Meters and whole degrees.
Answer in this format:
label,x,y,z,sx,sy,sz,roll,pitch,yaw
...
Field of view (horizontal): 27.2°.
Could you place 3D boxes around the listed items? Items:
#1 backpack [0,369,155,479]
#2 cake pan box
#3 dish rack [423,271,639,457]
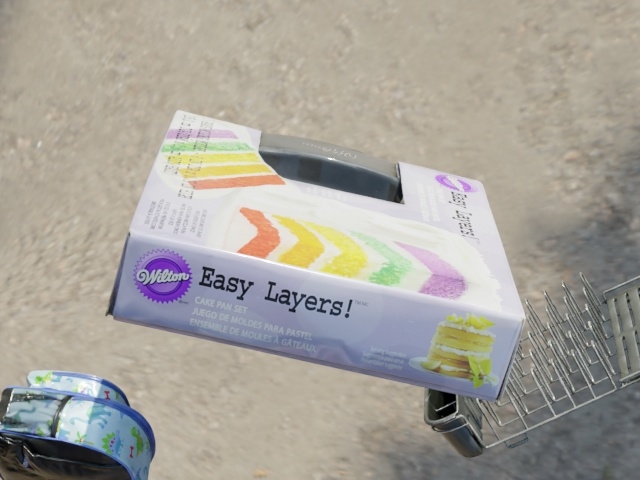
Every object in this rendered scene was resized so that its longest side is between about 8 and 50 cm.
label,x,y,z,sx,sy,sz,roll,pitch,yaw
backpack,-0.182,0.151,0.992,0.114,0.105,0.084,9,50,11
cake pan box,0.000,0.000,0.893,0.245,0.267,0.070,15,111,-4
dish rack,0.244,0.114,1.385,0.271,0.208,0.074,-27,111,17
